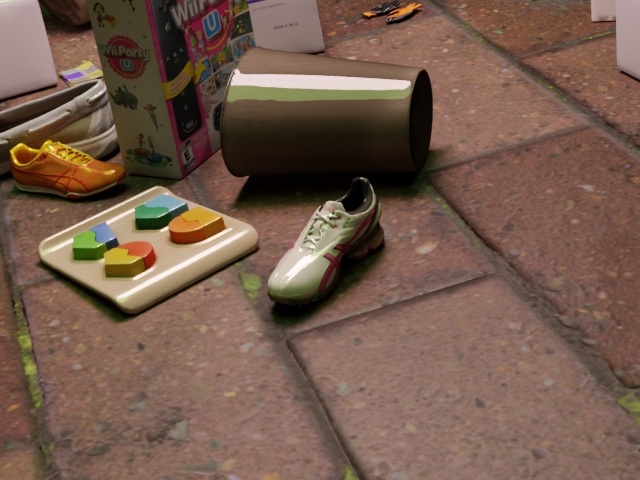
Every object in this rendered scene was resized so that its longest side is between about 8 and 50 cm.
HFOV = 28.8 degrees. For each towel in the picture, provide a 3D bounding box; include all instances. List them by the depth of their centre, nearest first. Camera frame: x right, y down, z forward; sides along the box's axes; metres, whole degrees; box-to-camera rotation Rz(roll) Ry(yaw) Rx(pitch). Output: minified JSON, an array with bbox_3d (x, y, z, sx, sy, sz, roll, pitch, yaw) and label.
[{"bbox_3d":[-0.382,-0.266,2.000,0.060,0.009,0.083,-22,32,-20],"label":"towel"}]

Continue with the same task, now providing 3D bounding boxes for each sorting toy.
[{"bbox_3d":[-0.204,-0.001,1.453,0.193,0.038,0.208,-29,35,-30],"label":"sorting toy"}]

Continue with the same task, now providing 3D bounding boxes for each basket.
[{"bbox_3d":[0.017,-0.156,1.553,0.226,0.154,0.204,4,34,17],"label":"basket"}]

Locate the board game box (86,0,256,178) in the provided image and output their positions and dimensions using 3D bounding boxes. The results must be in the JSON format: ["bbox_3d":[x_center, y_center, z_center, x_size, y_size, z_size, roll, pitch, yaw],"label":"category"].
[{"bbox_3d":[-0.187,-0.266,1.642,0.097,0.303,0.224,8,34,28],"label":"board game box"}]

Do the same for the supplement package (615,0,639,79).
[{"bbox_3d":[0.530,-0.300,1.653,0.244,0.134,0.139,-18,31,-15],"label":"supplement package"}]

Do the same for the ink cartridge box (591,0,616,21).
[{"bbox_3d":[0.451,-0.412,1.863,0.089,0.143,0.092,0,31,17],"label":"ink cartridge box"}]

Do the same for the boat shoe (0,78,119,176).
[{"bbox_3d":[-0.440,-0.150,1.719,0.320,0.103,0.118,-8,29,4],"label":"boat shoe"}]

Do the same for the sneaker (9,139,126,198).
[{"bbox_3d":[-0.336,-0.095,1.630,0.175,0.067,0.064,4,31,20],"label":"sneaker"}]

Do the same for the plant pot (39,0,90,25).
[{"bbox_3d":[-0.390,-0.543,2.228,0.280,0.323,0.323,-44,41,-22],"label":"plant pot"}]

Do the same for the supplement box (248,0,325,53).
[{"bbox_3d":[-0.069,-0.379,1.998,0.111,0.114,0.220,-12,31,-2],"label":"supplement box"}]

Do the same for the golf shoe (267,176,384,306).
[{"bbox_3d":[0.000,0.000,1.343,0.067,0.086,0.186,13,38,32],"label":"golf shoe"}]

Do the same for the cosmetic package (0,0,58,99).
[{"bbox_3d":[-0.606,-0.375,2.105,0.230,0.162,0.453,-17,30,-13],"label":"cosmetic package"}]

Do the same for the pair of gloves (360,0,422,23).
[{"bbox_3d":[0.116,-0.373,2.035,0.074,0.010,0.083,-30,32,-29],"label":"pair of gloves"}]
